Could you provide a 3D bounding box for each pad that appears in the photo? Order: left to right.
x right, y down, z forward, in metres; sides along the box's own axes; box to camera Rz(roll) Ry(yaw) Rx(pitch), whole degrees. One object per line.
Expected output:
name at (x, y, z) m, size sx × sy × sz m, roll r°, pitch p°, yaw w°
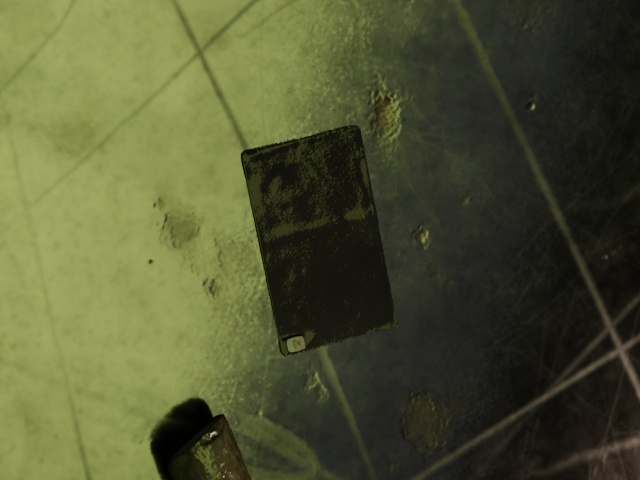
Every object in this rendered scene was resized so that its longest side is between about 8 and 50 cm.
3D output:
pad at (0.000, 0.000, 1.741) m, size 0.116 × 0.004 × 0.193 m, roll -13°, pitch 99°, yaw -17°

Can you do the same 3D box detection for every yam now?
yam at (-0.088, 0.229, 1.701) m, size 0.069 × 0.069 × 0.146 m, roll -22°, pitch 101°, yaw -14°
